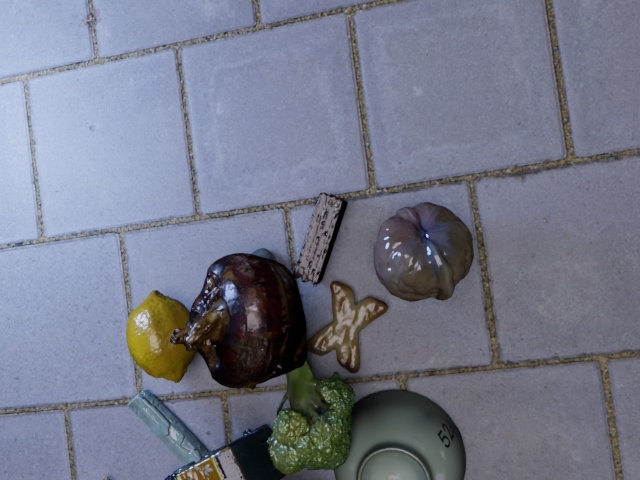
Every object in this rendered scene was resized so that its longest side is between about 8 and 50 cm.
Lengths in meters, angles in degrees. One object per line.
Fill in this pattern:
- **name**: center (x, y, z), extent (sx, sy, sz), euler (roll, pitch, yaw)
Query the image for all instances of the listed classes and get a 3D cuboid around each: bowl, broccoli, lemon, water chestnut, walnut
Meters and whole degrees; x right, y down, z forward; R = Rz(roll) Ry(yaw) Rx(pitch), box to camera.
- **bowl**: center (0.188, 0.568, 1.411), extent (0.354, 0.185, 0.353), euler (0, 90, 11)
- **broccoli**: center (-0.034, 0.415, 1.383), extent (0.254, 0.186, 0.301), euler (-17, 76, 45)
- **lemon**: center (-0.425, 0.260, 1.526), extent (0.189, 0.188, 0.256), euler (-18, 81, 10)
- **water chestnut**: center (-0.204, 0.199, 1.376), extent (0.347, 0.335, 0.334), euler (0, 90, -34)
- **walnut**: center (0.250, 0.034, 1.380), extent (0.249, 0.248, 0.248), euler (0, 90, 11)

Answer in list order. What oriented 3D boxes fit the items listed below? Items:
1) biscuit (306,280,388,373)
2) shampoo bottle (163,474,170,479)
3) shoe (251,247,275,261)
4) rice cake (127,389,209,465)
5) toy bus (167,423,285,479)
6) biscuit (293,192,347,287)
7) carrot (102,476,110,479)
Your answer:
- **biscuit**: center (0.066, 0.228, 1.504), extent (0.165, 0.047, 0.207), euler (25, 94, 9)
- **shampoo bottle**: center (-0.287, 0.749, 1.548), extent (0.323, 0.084, 0.129), euler (16, 109, 9)
- **shoe**: center (-0.202, 0.108, 1.540), extent (0.079, 0.078, 0.195), euler (41, 101, 9)
- **rice cake**: center (-0.400, 0.553, 1.584), extent (0.336, 0.063, 0.066), euler (42, 107, 7)
- **toy bus**: center (-0.216, 0.584, 1.413), extent (0.194, 0.323, 0.161), euler (-30, 77, 7)
- **biscuit**: center (0.000, 0.000, 1.487), extent (0.070, 0.106, 0.251), euler (18, 94, 8)
- **carrot**: center (-0.619, 0.785, 1.628), extent (0.061, 0.061, 0.209), euler (2, 87, 11)
